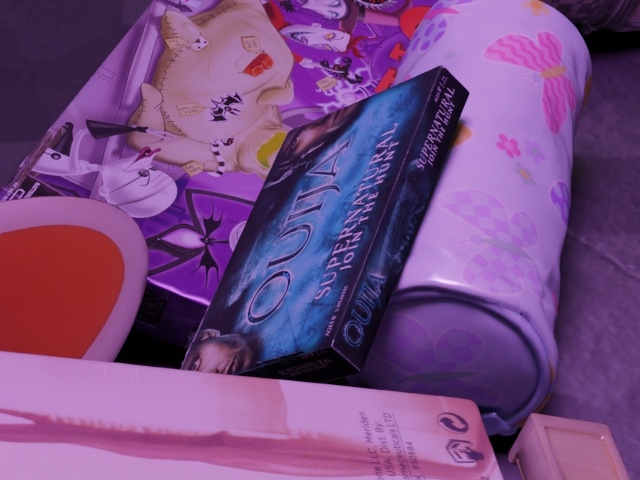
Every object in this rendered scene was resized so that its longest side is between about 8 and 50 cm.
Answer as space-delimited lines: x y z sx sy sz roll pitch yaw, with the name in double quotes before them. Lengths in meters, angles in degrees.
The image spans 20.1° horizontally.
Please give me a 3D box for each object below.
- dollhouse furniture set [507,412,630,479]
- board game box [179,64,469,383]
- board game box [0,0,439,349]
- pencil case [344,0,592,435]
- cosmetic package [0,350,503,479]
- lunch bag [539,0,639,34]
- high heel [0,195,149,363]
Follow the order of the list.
"dollhouse furniture set" 0.167 0.186 0.807 0.161 0.101 0.182 11 34 -19
"board game box" 0.000 0.000 0.938 0.126 0.026 0.186 -20 37 44
"board game box" -0.039 -0.068 1.119 0.208 0.056 0.347 24 44 5
"pencil case" 0.088 -0.021 1.005 0.113 0.124 0.273 -29 32 34
"cosmetic package" -0.079 0.144 0.746 0.296 0.153 0.129 8 34 -17
"lunch bag" 0.211 -0.286 1.270 0.256 0.213 0.305 -1 38 -22
"high heel" -0.257 0.094 0.911 0.377 0.127 0.181 -32 4 -37
